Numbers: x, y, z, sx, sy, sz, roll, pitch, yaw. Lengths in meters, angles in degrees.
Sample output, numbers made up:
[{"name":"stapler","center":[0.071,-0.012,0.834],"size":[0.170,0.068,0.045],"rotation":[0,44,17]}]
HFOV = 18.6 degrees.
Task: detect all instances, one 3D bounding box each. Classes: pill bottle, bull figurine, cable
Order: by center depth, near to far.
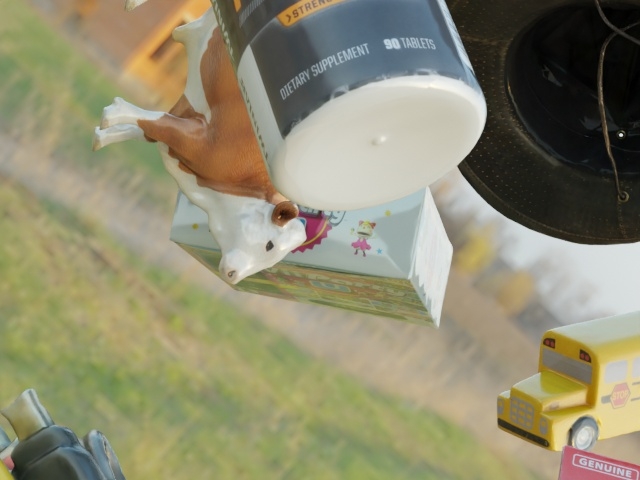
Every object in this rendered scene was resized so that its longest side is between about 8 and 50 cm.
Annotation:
[{"name":"cable","center":[-0.091,0.183,0.871],"size":[0.287,0.072,0.139],"rotation":[60,6,16]},{"name":"pill bottle","center":[-0.001,-0.150,1.149],"size":[0.130,0.130,0.246],"rotation":[38,28,-57]},{"name":"bull figurine","center":[-0.083,-0.124,1.622],"size":[0.188,0.310,0.101],"rotation":[10,10,-10]}]

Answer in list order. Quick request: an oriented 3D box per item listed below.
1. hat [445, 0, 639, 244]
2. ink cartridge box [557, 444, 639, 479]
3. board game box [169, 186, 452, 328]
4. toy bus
[{"name":"hat","center":[0.255,-0.150,1.638],"size":[0.331,0.331,0.134],"rotation":[42,44,-11]},{"name":"ink cartridge box","center":[0.341,0.293,1.707],"size":[0.296,0.066,0.261],"rotation":[15,44,3]},{"name":"board game box","center":[0.000,0.000,1.858],"size":[0.224,0.097,0.303],"rotation":[9,-10,10]},{"name":"toy bus","center":[0.371,0.164,2.393],"size":[0.332,0.130,0.108],"rotation":[-9,20,-35]}]
